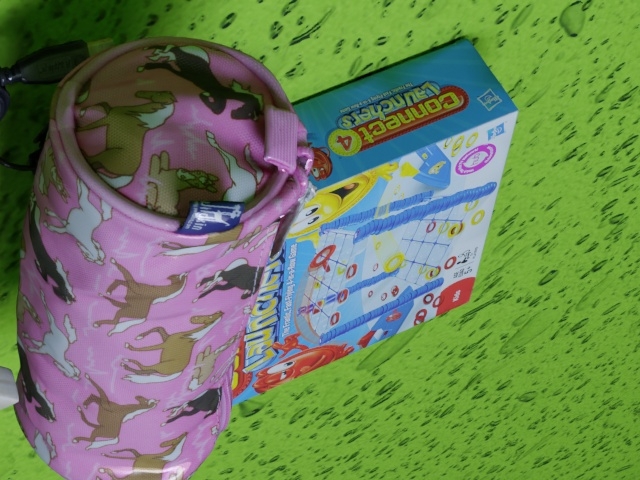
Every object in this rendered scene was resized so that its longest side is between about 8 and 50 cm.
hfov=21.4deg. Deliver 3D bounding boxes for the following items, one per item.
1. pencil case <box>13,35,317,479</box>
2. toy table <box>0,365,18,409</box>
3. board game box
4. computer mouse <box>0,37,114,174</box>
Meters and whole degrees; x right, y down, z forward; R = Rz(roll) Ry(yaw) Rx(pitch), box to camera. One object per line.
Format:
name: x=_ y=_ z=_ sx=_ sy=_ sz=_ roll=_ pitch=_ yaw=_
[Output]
pencil case: x=-0.121 y=0.034 z=1.186 sx=0.160 sy=0.167 sz=0.386 roll=-31 pitch=158 yaw=-32
toy table: x=-0.337 y=0.114 z=1.164 sx=0.161 sy=0.252 sz=0.274 roll=-22 pitch=175 yaw=15
board game box: x=0.000 y=0.000 z=1.454 sx=0.302 sy=0.086 sz=0.308 roll=-23 pitch=151 yaw=-17
computer mouse: x=-0.146 y=-0.094 z=1.187 sx=0.262 sy=0.060 sz=0.184 roll=-7 pitch=150 yaw=-19
